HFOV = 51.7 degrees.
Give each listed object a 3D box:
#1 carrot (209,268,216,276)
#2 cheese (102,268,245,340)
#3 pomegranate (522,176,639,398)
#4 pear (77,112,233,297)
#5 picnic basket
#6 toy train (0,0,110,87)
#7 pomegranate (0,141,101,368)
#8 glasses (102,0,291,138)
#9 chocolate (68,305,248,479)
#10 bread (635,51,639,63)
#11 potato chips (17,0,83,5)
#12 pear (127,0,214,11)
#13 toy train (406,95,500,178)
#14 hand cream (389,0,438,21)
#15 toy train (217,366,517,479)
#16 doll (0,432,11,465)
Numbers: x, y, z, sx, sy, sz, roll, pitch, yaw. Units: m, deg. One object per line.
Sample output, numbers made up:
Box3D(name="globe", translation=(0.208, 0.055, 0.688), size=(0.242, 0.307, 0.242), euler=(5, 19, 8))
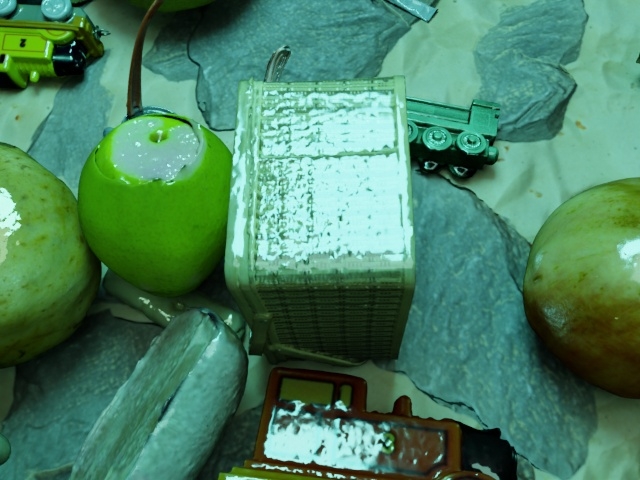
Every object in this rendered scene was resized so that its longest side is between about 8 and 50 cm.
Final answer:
Box3D(name="carrot", translation=(-0.198, 0.013, 0.850), size=(0.139, 0.048, 0.048), euler=(28, 70, 9))
Box3D(name="cheese", translation=(-0.184, 0.080, 0.825), size=(0.194, 0.043, 0.065), euler=(27, 76, 9))
Box3D(name="pomegranate", translation=(0.363, 0.044, 0.718), size=(0.252, 0.270, 0.229), euler=(29, 62, 4))
Box3D(name="pear", translation=(-0.173, -0.032, 0.736), size=(0.188, 0.219, 0.187), euler=(0, 56, 0))
Box3D(name="picnic basket", translation=(0.000, 0.000, 0.713), size=(0.175, 0.313, 0.228), euler=(-1, 67, 3))
Box3D(name="toy train", translation=(-0.416, -0.284, 0.955), size=(0.219, 0.089, 0.127), euler=(4, 78, 1))
Box3D(name="pomegranate", translation=(-0.377, 0.017, 0.745), size=(0.261, 0.260, 0.260), euler=(0, 67, 0))
Box3D(name="glasses", translation=(-0.162, -0.164, 0.811), size=(0.234, 0.268, 0.118), euler=(42, 56, 16))
Box3D(name="chocolate", translation=(-0.178, 0.218, 0.699), size=(0.100, 0.185, 0.303), euler=(40, 75, -25))
Box3D(name="bread", translation=(0.668, -0.294, 0.878), size=(0.395, 0.239, 0.264), euler=(-34, 71, -11))
Box3D(name="potato chips", translation=(-0.507, -0.493, 1.054), size=(0.429, 0.070, 0.358), euler=(-28, 67, -12))
Box3D(name="pear", translation=(-0.212, -0.462, 0.931), size=(0.294, 0.294, 0.294), euler=(0, 67, 0))
Box3D(name="toy train", translation=(0.161, -0.149, 0.910), size=(0.171, 0.071, 0.111), euler=(12, 58, 6))
Box3D(name="hand cream", translation=(0.136, -0.371, 1.031), size=(0.093, 0.019, 0.030), euler=(31, 69, 5))
Box3D(name="toy train", translation=(0.045, 0.263, 0.689), size=(0.369, 0.163, 0.231), euler=(6, 59, 3))
Box3D(name="doll", translation=(-0.520, 0.282, 0.676), size=(0.379, 0.252, 0.382), euler=(19, 70, 48))
